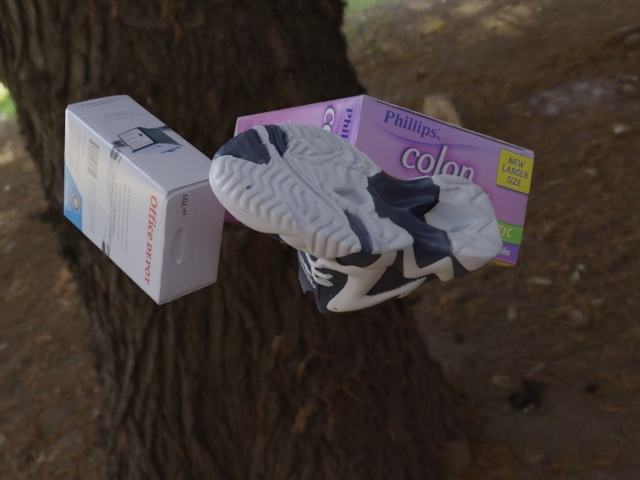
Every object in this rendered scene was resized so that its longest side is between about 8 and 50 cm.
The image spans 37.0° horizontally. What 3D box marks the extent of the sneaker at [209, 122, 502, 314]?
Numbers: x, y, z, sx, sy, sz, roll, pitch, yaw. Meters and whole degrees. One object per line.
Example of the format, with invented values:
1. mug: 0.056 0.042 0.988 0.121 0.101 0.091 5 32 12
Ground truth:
1. sneaker: 0.000 0.000 0.698 0.234 0.094 0.153 5 -29 -37

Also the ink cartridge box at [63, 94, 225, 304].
1. ink cartridge box: -0.188 -0.047 1.002 0.082 0.140 0.190 -22 46 -40

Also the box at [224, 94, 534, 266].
1. box: 0.050 -0.053 0.975 0.213 0.117 0.243 13 -6 -32
